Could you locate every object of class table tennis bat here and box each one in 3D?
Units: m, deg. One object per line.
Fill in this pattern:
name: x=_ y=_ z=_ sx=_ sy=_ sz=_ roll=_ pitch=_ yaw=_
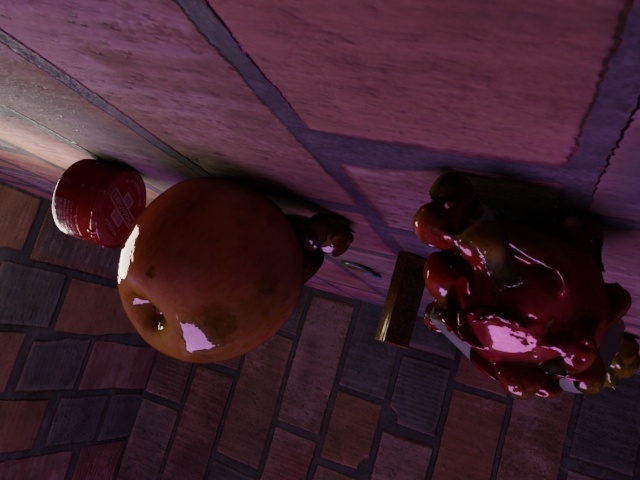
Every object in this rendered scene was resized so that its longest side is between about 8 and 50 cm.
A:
table tennis bat: x=0.137 y=0.096 z=1.826 sx=0.155 sy=0.019 sz=0.100 roll=23 pitch=169 yaw=-26

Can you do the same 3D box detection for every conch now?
conch: x=0.023 y=-0.013 z=1.149 sx=0.233 sy=0.086 sz=0.080 roll=7 pitch=141 yaw=-47

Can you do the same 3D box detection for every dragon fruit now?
dragon fruit: x=0.244 y=0.067 z=0.711 sx=0.307 sy=0.243 sz=0.227 roll=14 pitch=-150 yaw=-9
dragon fruit: x=0.485 y=0.275 z=2.036 sx=0.246 sy=0.125 sz=0.125 roll=-1 pitch=-150 yaw=-23

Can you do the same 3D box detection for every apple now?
apple: x=-0.216 y=0.066 z=1.074 sx=0.364 sy=0.363 sz=0.364 roll=16 pitch=172 yaw=2

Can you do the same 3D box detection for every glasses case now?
glasses case: x=0.196 y=0.142 z=1.318 sx=0.075 sy=0.218 sz=0.049 roll=20 pitch=171 yaw=-26

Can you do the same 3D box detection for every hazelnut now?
hazelnut: x=-0.074 y=0.029 z=1.313 sx=0.170 sy=0.160 sz=0.202 roll=36 pitch=132 yaw=-23

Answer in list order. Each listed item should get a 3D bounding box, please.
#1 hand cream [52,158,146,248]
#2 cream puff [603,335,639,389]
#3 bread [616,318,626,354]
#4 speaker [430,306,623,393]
hand cream: x=-0.504 y=-0.086 z=1.269 sx=0.125 sy=0.193 sz=0.193 roll=17 pitch=172 yaw=10
cream puff: x=0.801 y=0.357 z=1.659 sx=0.282 sy=0.185 sz=0.282 roll=10 pitch=174 yaw=1
bread: x=0.615 y=0.205 z=1.340 sx=0.138 sy=0.102 sz=0.196 roll=25 pitch=171 yaw=-30
speaker: x=0.442 y=0.192 z=1.257 sx=0.184 sy=0.183 sz=0.406 roll=39 pitch=165 yaw=-17
